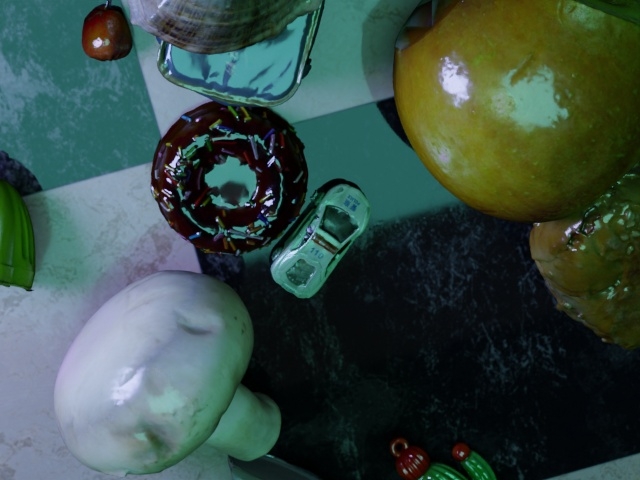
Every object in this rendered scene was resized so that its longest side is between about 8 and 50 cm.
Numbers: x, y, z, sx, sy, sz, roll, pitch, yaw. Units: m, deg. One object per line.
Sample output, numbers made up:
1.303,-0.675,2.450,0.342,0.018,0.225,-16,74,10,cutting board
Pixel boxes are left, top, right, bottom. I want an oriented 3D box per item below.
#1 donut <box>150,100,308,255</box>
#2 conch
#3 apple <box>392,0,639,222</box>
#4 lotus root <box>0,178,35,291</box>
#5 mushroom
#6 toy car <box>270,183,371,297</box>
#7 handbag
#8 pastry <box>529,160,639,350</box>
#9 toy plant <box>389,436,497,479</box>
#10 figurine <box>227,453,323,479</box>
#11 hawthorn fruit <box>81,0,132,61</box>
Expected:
-0.125,-0.084,1.768,0.235,0.089,0.235,-2,104,-7,donut
-0.131,-0.319,1.419,0.291,0.159,0.210,22,99,-12,conch
0.280,-0.223,1.665,0.374,0.374,0.384,44,67,-15,apple
-0.471,-0.027,1.723,0.186,0.186,0.186,-1,105,-5,lotus root
-0.219,0.177,1.744,0.315,0.356,0.315,2,94,20,mushroom
0.000,0.000,1.819,0.093,0.058,0.186,36,99,-12,toy car
-0.098,-0.311,1.628,0.222,0.241,0.263,14,103,-8,handbag
0.439,0.009,1.802,0.255,0.162,0.311,-25,131,6,pastry
0.207,0.400,1.937,0.154,0.088,0.240,-18,96,-13,toy plant
-0.149,0.482,1.879,0.284,0.206,0.316,16,97,-16,figurine
-0.296,-0.283,1.707,0.077,0.077,0.077,-1,105,-5,hawthorn fruit
